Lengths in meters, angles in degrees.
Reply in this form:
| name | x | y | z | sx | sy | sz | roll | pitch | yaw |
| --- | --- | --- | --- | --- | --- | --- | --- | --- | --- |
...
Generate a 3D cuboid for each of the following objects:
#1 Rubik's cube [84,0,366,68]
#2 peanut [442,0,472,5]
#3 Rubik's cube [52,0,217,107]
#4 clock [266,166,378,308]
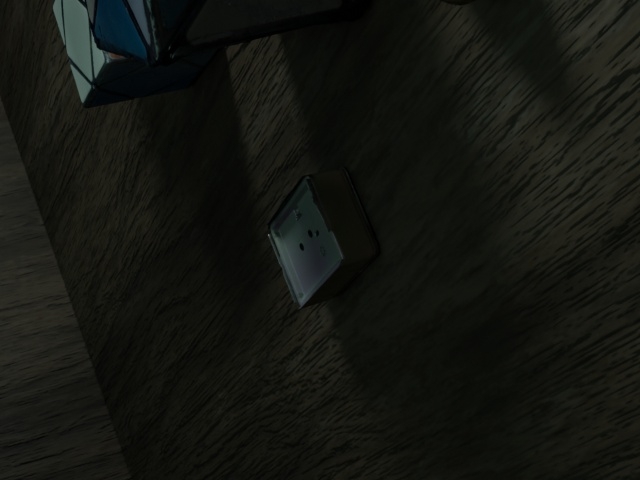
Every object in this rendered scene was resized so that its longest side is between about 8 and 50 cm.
| name | x | y | z | sx | sy | sz | roll | pitch | yaw |
| --- | --- | --- | --- | --- | --- | --- | --- | --- | --- |
| Rubik's cube | -0.149 | -0.408 | 1.610 | 0.310 | 0.305 | 0.307 | 26 | 127 | 58 |
| peanut | 0.115 | -0.348 | 1.350 | 0.103 | 0.098 | 0.229 | -42 | 58 | 16 |
| Rubik's cube | -0.313 | -0.363 | 2.087 | 0.205 | 0.205 | 0.207 | -37 | 71 | 63 |
| clock | 0.000 | 0.000 | 1.800 | 0.147 | 0.071 | 0.192 | 68 | 154 | 16 |
